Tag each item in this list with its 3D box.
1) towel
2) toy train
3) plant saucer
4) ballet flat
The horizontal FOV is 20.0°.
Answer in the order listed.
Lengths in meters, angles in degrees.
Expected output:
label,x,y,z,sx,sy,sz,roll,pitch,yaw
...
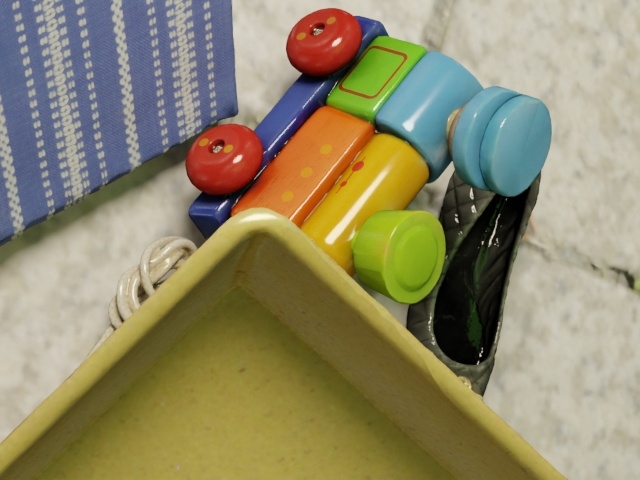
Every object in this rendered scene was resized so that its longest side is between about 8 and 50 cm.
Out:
label,x,y,z,sx,sy,sz,roll,pitch,yaw
towel,-0.184,-0.083,0.832,0.336,0.040,0.243,-31,140,-27
toy train,0.000,0.000,0.928,0.248,0.143,0.105,-51,135,-19
plant saucer,-0.040,0.183,0.904,0.333,0.081,0.333,-44,113,7
ballet flat,0.087,0.024,1.045,0.057,0.049,0.173,14,84,-28
